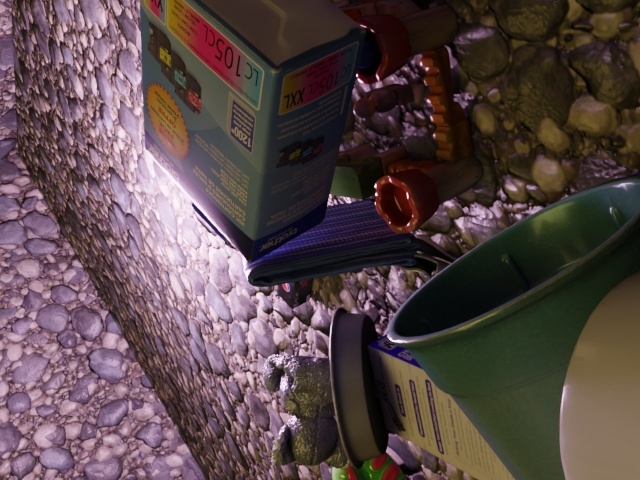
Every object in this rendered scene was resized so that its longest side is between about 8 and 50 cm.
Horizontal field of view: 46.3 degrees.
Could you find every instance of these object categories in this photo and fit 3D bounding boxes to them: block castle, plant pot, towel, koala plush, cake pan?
[{"bbox_3d":[0.005,-0.194,1.147,0.453,0.212,0.303,15,124,53],"label":"block castle"},{"bbox_3d":[0.305,0.157,0.862,0.334,0.341,0.341,58,150,-4],"label":"plant pot"},{"bbox_3d":[0.000,0.000,1.155,0.336,0.243,0.040,-119,19,-75],"label":"towel"},{"bbox_3d":[-0.017,0.348,1.504,0.203,0.196,0.221,147,131,-72],"label":"koala plush"},{"bbox_3d":[0.076,0.265,1.370,0.054,0.293,0.293,-8,111,12],"label":"cake pan"}]

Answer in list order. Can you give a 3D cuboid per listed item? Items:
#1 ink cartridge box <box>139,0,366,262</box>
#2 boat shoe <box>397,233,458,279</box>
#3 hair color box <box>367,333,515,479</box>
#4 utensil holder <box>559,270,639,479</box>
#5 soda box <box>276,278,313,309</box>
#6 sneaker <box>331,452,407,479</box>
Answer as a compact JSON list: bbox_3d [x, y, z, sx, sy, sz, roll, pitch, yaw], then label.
[{"bbox_3d":[-0.109,-0.163,1.002,0.270,0.151,0.396,45,148,24],"label":"ink cartridge box"},{"bbox_3d":[0.197,0.060,1.183,0.206,0.065,0.075,35,139,39],"label":"boat shoe"},{"bbox_3d":[0.237,0.276,1.243,0.338,0.110,0.185,16,126,50],"label":"hair color box"},{"bbox_3d":[0.420,0.157,0.537,0.385,0.327,0.328,-6,107,61],"label":"utensil holder"},{"bbox_3d":[-0.050,0.064,1.578,0.060,0.053,0.169,44,144,31],"label":"soda box"},{"bbox_3d":[0.160,0.643,1.608,0.202,0.185,0.483,165,84,-77],"label":"sneaker"}]
